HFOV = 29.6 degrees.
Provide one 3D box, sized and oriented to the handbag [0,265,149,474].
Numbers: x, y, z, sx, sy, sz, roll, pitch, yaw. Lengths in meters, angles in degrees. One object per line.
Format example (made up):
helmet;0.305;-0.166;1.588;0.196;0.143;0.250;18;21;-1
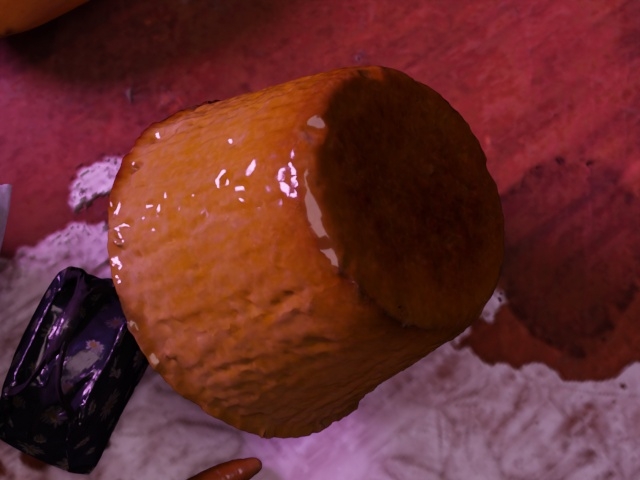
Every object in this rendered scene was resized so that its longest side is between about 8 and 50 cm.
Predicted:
handbag;-0.138;0.066;0.686;0.072;0.139;0.115;26;71;-1

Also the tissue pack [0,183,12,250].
tissue pack;-0.263;0.047;0.670;0.156;0.148;0.209;7;72;-13

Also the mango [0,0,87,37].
mango;-0.180;-0.233;0.776;0.153;0.126;0.252;34;79;-9

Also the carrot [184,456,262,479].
carrot;-0.093;0.172;0.719;0.142;0.035;0.035;-40;83;-21

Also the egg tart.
egg tart;0.000;0.000;0.692;0.215;0.170;0.215;16;64;-37
